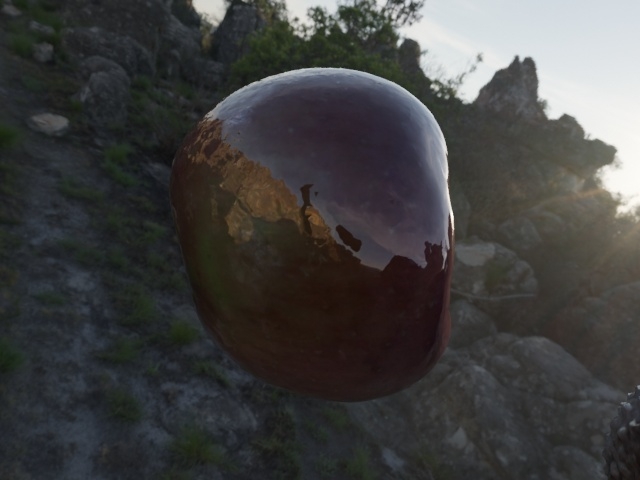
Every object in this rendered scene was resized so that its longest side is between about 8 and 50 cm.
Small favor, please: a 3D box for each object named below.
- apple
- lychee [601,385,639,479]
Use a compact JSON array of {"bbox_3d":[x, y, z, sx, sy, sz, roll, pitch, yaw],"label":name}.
[{"bbox_3d":[0.000,0.000,0.457,0.234,0.306,0.306,-3,13,9],"label":"apple"},{"bbox_3d":[0.472,0.251,0.526,0.299,0.300,0.300,26,15,-8],"label":"lychee"}]
